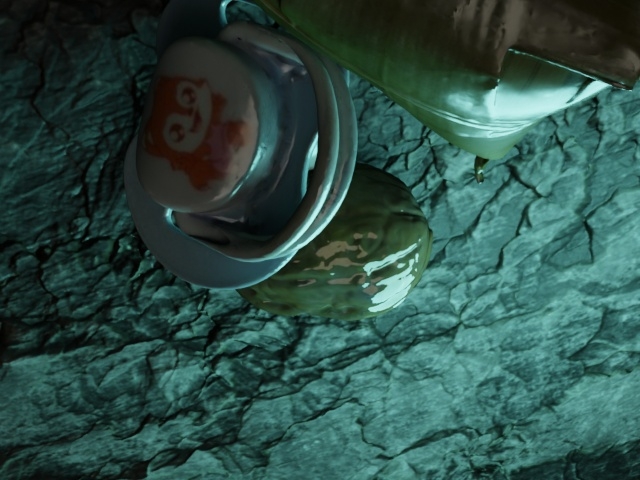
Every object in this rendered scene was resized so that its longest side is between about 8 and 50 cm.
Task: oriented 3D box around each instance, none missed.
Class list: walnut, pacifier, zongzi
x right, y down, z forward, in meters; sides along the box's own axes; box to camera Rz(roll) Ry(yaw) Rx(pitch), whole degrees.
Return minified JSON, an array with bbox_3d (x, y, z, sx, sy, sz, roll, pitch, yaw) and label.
[{"bbox_3d":[0.000,0.002,1.272,0.230,0.178,0.178,-6,135,6],"label":"walnut"},{"bbox_3d":[-0.047,-0.101,1.141,0.233,0.244,0.299,-12,123,-61],"label":"pacifier"},{"bbox_3d":[0.011,-0.207,0.973,0.447,0.181,0.418,25,164,-1],"label":"zongzi"}]
